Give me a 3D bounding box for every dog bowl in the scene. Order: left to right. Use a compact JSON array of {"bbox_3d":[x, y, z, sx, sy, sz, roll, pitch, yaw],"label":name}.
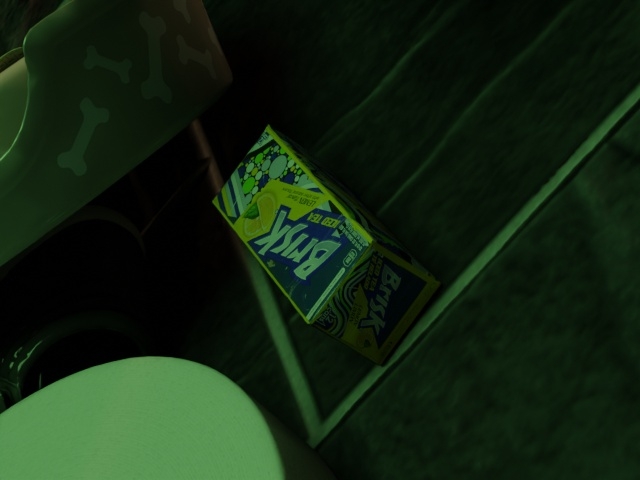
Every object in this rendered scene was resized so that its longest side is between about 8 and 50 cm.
[{"bbox_3d":[-0.206,-0.053,1.203,0.349,0.102,0.349,-35,9,6],"label":"dog bowl"}]

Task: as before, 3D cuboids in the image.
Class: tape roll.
[{"bbox_3d":[-0.146,0.237,0.965,0.392,0.072,0.392,-29,36,24],"label":"tape roll"}]

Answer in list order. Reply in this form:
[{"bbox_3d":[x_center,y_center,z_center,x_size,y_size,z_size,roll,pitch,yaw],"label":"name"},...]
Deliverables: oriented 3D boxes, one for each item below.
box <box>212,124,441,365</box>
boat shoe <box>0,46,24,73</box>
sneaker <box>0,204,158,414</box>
[{"bbox_3d":[0.000,0.000,1.040,0.059,0.054,0.169,-53,31,8],"label":"box"},{"bbox_3d":[-0.273,-0.029,1.420,0.095,0.095,0.257,5,68,63],"label":"boat shoe"},{"bbox_3d":[-0.212,0.118,1.189,0.296,0.104,0.147,-47,27,10],"label":"sneaker"}]
